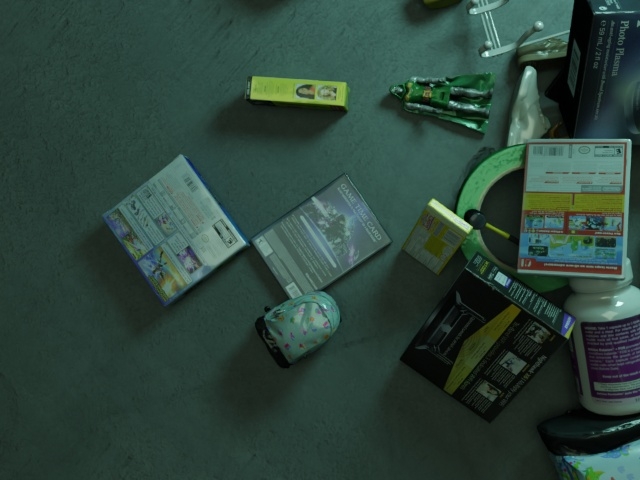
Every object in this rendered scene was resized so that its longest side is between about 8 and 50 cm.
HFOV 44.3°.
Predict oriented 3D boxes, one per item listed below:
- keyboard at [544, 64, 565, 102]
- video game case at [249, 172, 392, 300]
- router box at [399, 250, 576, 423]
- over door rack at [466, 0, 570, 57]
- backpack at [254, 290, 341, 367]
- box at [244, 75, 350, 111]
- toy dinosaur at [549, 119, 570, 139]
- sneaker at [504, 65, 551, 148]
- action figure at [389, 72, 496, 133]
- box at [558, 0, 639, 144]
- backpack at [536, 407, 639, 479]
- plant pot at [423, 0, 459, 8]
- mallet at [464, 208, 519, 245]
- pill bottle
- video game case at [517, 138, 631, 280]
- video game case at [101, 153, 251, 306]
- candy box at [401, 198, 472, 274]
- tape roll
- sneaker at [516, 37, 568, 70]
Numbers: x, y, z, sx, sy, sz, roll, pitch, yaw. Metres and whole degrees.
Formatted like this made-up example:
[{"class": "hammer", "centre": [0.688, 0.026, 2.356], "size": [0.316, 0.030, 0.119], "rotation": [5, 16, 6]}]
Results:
[{"class": "keyboard", "centre": [0.580, -0.377, 1.712], "size": [0.100, 0.038, 0.192], "rotation": [25, 127, -13]}, {"class": "video game case", "centre": [0.000, 0.000, 1.823], "size": [0.274, 0.026, 0.196], "rotation": [-35, 83, 5]}, {"class": "router box", "centre": [0.343, 0.209, 1.652], "size": [0.243, 0.081, 0.308], "rotation": [36, 129, 9]}, {"class": "over door rack", "centre": [0.477, -0.546, 1.698], "size": [0.324, 0.108, 0.239], "rotation": [-12, 76, 0]}, {"class": "backpack", "centre": [-0.040, 0.195, 1.764], "size": [0.182, 0.115, 0.152], "rotation": [-31, 97, 12]}, {"class": "box", "centre": [-0.051, -0.338, 1.817], "size": [0.232, 0.087, 0.058], "rotation": [5, 90, 8]}, {"class": "toy dinosaur", "centre": [0.545, -0.203, 1.729], "size": [0.211, 0.064, 0.112], "rotation": [-42, 83, 5]}, {"class": "sneaker", "centre": [0.468, -0.276, 1.743], "size": [0.094, 0.080, 0.212], "rotation": [9, 99, 6]}, {"class": "action figure", "centre": [0.270, -0.326, 1.781], "size": [0.232, 0.063, 0.137], "rotation": [9, 92, 13]}, {"class": "box", "centre": [0.660, -0.357, 1.582], "size": [0.294, 0.182, 0.296], "rotation": [-1, 129, 5]}, {"class": "backpack", "centre": [0.643, 0.527, 1.605], "size": [0.290, 0.273, 0.355], "rotation": [-15, 98, 1]}, {"class": "plant pot", "centre": [0.268, -0.572, 1.784], "size": [0.083, 0.081, 0.081], "rotation": [-26, 84, 19]}, {"class": "mallet", "centre": [0.388, -0.010, 1.642], "size": [0.190, 0.062, 0.039], "rotation": [28, 100, 1]}, {"class": "pill bottle", "centre": [0.595, 0.190, 1.619], "size": [0.169, 0.169, 0.301], "rotation": [-11, 100, 8]}, {"class": "video game case", "centre": [0.506, -0.066, 1.570], "size": [0.204, 0.025, 0.285], "rotation": [3, 77, 20]}, {"class": "video game case", "centre": [-0.340, -0.023, 1.858], "size": [0.244, 0.061, 0.269], "rotation": [-37, 82, 4]}, {"class": "candy box", "centre": [0.249, -0.004, 1.703], "size": [0.105, 0.206, 0.027], "rotation": [39, 62, 9]}, {"class": "tape roll", "centre": [0.452, -0.048, 1.701], "size": [0.321, 0.077, 0.321], "rotation": [1, 97, 6]}, {"class": "sneaker", "centre": [0.529, -0.422, 1.741], "size": [0.189, 0.066, 0.071], "rotation": [-2, 69, 1]}]
